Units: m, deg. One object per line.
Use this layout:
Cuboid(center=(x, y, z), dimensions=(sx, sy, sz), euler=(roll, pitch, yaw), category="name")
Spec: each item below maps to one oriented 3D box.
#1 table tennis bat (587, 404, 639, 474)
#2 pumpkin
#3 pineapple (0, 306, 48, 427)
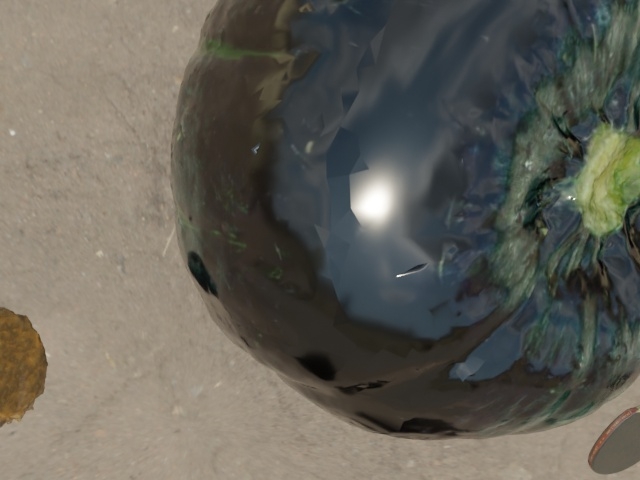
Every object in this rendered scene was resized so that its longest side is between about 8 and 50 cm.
Cuboid(center=(0.315, 0.172, 0.803), dimensions=(0.087, 0.156, 0.013), euler=(9, 32, -30), category="table tennis bat")
Cuboid(center=(0.069, -0.055, 0.446), dimensions=(0.315, 0.238, 0.315), euler=(-6, 102, -28), category="pumpkin")
Cuboid(center=(-0.374, 0.146, 0.777), dimensions=(0.119, 0.277, 0.130), euler=(9, 67, -53), category="pineapple")
